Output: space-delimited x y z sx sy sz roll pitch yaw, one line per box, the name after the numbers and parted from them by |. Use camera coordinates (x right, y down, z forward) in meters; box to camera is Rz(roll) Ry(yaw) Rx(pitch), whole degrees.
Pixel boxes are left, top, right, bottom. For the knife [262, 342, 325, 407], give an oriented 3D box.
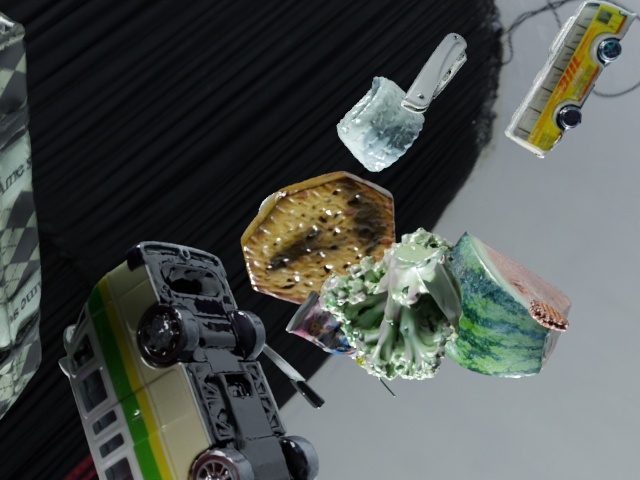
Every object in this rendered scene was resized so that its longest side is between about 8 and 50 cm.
-0.065 0.286 1.594 0.230 0.028 0.060 48 150 -17 | knife

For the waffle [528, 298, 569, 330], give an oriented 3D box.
0.428 0.142 1.368 0.083 0.029 0.075 10 -152 -42 | waffle

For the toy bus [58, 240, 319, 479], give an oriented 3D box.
-0.139 0.171 0.723 0.143 0.179 0.305 14 -133 -61 | toy bus

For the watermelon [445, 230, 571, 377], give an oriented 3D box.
0.404 0.123 1.540 0.283 0.292 0.250 29 149 47 | watermelon

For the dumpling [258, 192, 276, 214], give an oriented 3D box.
-0.100 -0.069 2.253 0.176 0.150 0.092 27 -160 2 | dumpling

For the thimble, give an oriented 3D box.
0.155 -0.313 1.937 0.172 0.250 0.205 43 135 -15 | thimble

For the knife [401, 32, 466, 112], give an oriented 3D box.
0.265 -0.379 1.658 0.073 0.265 0.040 33 148 6 | knife

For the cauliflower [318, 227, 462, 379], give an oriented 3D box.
0.142 0.078 1.180 0.239 0.256 0.315 39 153 20 | cauliflower

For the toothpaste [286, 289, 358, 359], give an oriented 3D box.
0.025 0.190 1.542 0.061 0.096 0.266 31 175 39 | toothpaste

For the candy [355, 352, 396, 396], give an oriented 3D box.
0.112 0.264 1.431 0.123 0.035 0.035 53 167 -12 | candy

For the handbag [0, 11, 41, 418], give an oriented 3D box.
-0.432 -0.032 0.675 0.316 0.180 0.416 19 128 8 | handbag

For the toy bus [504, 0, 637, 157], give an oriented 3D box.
0.414 -0.270 1.221 0.106 0.268 0.092 30 -168 4 | toy bus

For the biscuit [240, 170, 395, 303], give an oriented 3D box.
-0.001 0.000 1.559 0.046 0.359 0.359 -115 0 -45 | biscuit
